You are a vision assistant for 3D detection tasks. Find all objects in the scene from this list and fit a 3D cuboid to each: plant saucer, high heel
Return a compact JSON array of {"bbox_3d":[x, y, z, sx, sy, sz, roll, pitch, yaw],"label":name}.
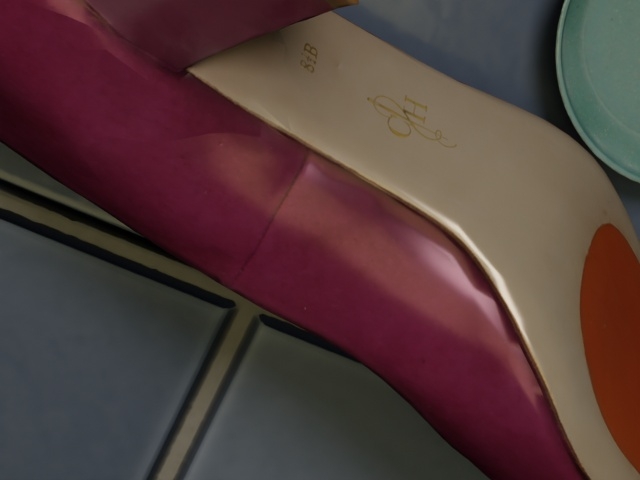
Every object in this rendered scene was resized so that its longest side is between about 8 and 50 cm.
[{"bbox_3d":[0.145,-0.078,0.737,0.119,0.021,0.119,-3,109,-8],"label":"plant saucer"},{"bbox_3d":[0.000,0.000,0.723,0.181,0.127,0.377,-16,121,32],"label":"high heel"}]
